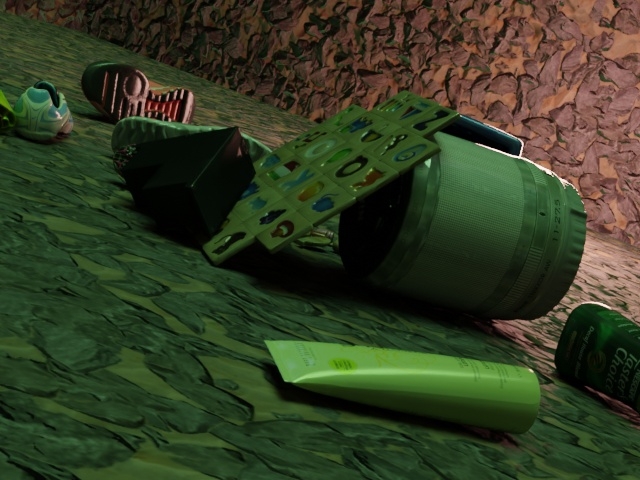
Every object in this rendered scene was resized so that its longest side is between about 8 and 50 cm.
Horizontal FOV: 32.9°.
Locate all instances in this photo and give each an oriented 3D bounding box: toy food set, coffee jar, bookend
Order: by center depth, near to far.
[{"bbox_3d":[0.355,0.144,1.218,0.079,0.096,0.184,7,14,-37],"label":"coffee jar"},{"bbox_3d":[-0.185,-0.067,1.364,0.156,0.072,0.157,-7,30,24],"label":"bookend"},{"bbox_3d":[0.000,0.000,1.569,0.122,0.019,0.078,1,18,-36],"label":"toy food set"}]

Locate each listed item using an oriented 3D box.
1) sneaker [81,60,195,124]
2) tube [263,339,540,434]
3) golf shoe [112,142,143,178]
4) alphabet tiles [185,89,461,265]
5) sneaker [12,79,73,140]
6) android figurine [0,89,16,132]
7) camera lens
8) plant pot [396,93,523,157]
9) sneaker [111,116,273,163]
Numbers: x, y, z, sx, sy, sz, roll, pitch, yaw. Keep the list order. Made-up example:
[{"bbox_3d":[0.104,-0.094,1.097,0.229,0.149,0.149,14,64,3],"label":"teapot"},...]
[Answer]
[{"bbox_3d":[-0.391,-0.282,2.175,0.136,0.116,0.314,13,-1,30],"label":"sneaker"},{"bbox_3d":[0.073,0.122,0.944,0.240,0.062,0.070,11,-29,-15],"label":"tube"},{"bbox_3d":[-0.203,-0.080,1.531,0.186,0.067,0.086,18,-17,-1],"label":"golf shoe"},{"bbox_3d":[-0.004,-0.085,1.337,0.011,0.342,0.285,62,-9,-24],"label":"alphabet tiles"},{"bbox_3d":[-0.431,-0.211,1.714,0.085,0.086,0.237,15,9,-11],"label":"sneaker"},{"bbox_3d":[-0.543,-0.248,1.545,0.248,0.056,0.273,35,9,-47],"label":"android figurine"},{"bbox_3d":[0.175,-0.020,1.414,0.274,0.219,0.219,15,11,-21],"label":"camera lens"},{"bbox_3d":[0.214,-0.106,1.900,0.236,0.236,0.212,22,9,11],"label":"plant pot"},{"bbox_3d":[-0.186,-0.144,1.740,0.281,0.105,0.115,19,10,3],"label":"sneaker"}]
